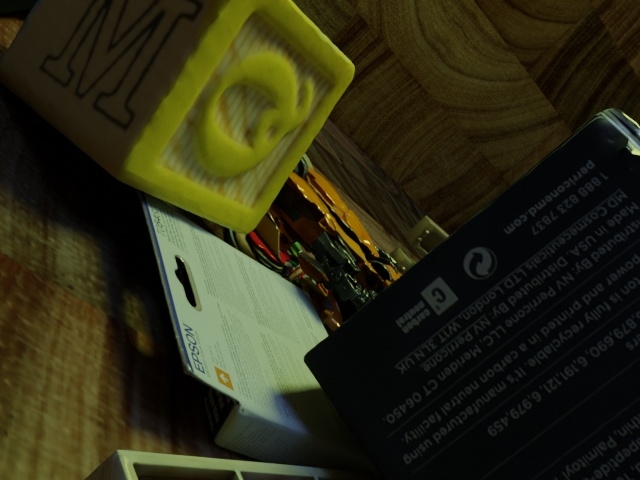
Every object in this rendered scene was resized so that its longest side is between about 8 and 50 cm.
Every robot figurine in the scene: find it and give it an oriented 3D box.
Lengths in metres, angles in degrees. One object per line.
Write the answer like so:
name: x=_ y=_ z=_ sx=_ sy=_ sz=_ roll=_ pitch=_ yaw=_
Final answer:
robot figurine: x=0.000 y=0.000 z=0.798 sx=0.291 sy=0.085 sz=0.211 roll=50 pitch=15 yaw=7

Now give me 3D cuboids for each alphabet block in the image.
alphabet block: x=-0.124 y=-0.150 z=0.646 sx=0.197 sy=0.193 sz=0.192 roll=36 pitch=6 yaw=32

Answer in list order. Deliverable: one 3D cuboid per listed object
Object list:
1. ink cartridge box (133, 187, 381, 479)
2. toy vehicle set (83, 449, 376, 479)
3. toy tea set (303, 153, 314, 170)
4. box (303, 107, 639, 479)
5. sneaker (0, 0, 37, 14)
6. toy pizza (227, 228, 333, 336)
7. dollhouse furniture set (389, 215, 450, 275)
ink cartridge box: x=-0.061 y=0.080 z=0.583 sx=0.224 sy=0.045 sz=0.223 roll=37 pitch=16 yaw=-39
toy vehicle set: x=-0.003 y=0.206 z=0.405 sx=0.267 sy=0.035 sz=0.166 roll=30 pitch=21 yaw=-53
toy tea set: x=-0.135 y=-0.189 z=1.119 sx=0.336 sy=0.124 sz=0.200 roll=39 pitch=44 yaw=-47
box: x=0.292 y=0.225 z=0.616 sx=0.471 sy=0.297 sz=0.480 roll=51 pitch=4 yaw=25
sneaker: x=-0.337 y=-0.319 z=0.792 sx=0.145 sy=0.090 sz=0.270 roll=49 pitch=14 yaw=-6
toy pizza: x=-0.028 y=0.042 z=0.848 sx=0.201 sy=0.032 sz=0.201 roll=44 pitch=12 yaw=-12
dollhouse furniture set: x=0.179 y=0.078 z=1.163 sx=0.144 sy=0.151 sz=0.123 roll=37 pitch=16 yaw=-33
